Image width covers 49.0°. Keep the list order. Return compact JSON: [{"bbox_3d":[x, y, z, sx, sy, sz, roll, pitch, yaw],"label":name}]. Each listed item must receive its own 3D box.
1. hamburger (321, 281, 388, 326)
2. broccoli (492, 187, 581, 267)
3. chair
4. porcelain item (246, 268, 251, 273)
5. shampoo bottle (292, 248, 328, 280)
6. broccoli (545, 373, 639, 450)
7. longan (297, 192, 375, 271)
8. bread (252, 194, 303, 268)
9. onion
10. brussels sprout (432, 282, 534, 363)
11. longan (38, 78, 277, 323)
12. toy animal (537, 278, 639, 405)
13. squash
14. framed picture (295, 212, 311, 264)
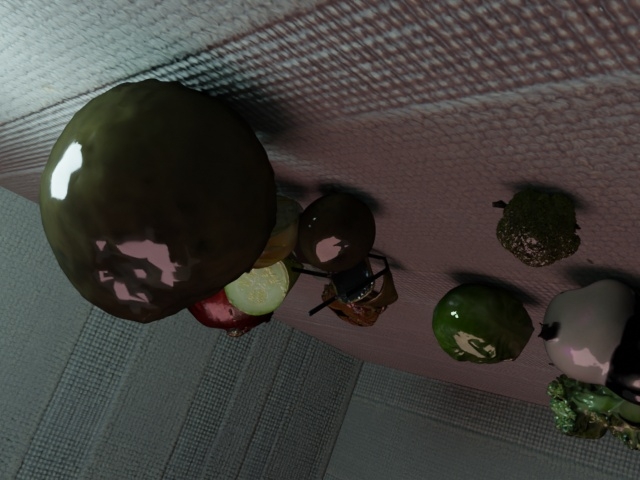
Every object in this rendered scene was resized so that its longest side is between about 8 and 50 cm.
[{"bbox_3d":[0.115,0.213,2.386,0.230,0.107,0.231,26,164,8],"label":"hamburger"},{"bbox_3d":[0.351,-0.022,1.135,0.131,0.130,0.120,-20,-170,28],"label":"broccoli"},{"bbox_3d":[0.081,0.105,1.849,0.246,0.173,0.158,-7,161,-46],"label":"chair"},{"bbox_3d":[-0.215,-0.009,1.844,0.138,0.186,0.288,26,165,-34],"label":"porcelain item"},{"bbox_3d":[-0.008,0.053,1.979,0.085,0.085,0.262,16,165,20],"label":"shampoo bottle"},{"bbox_3d":[0.782,0.392,1.750,0.338,0.277,0.317,17,174,-10],"label":"broccoli"},{"bbox_3d":[0.035,-0.019,1.496,0.167,0.168,0.187,23,153,-9],"label":"longan"},{"bbox_3d":[-0.202,-0.057,1.565,0.332,0.160,0.333,18,148,12],"label":"bread"},{"bbox_3d":[-0.303,0.150,2.316,0.341,0.342,0.341,20,166,5],"label":"onion"},{"bbox_3d":[0.401,0.207,1.750,0.244,0.244,0.244,20,166,5],"label":"brussels sprout"},{"bbox_3d":[-0.286,-0.076,1.248,0.403,0.404,0.435,27,142,-25],"label":"longan"},{"bbox_3d":[0.595,0.197,1.379,0.309,0.251,0.251,4,160,31],"label":"toy animal"},{"bbox_3d":[-0.180,0.120,2.060,0.189,0.261,0.189,35,-171,-6],"label":"squash"},{"bbox_3d":[0.000,0.000,1.713,0.168,0.128,0.023,7,-160,44],"label":"framed picture"}]
